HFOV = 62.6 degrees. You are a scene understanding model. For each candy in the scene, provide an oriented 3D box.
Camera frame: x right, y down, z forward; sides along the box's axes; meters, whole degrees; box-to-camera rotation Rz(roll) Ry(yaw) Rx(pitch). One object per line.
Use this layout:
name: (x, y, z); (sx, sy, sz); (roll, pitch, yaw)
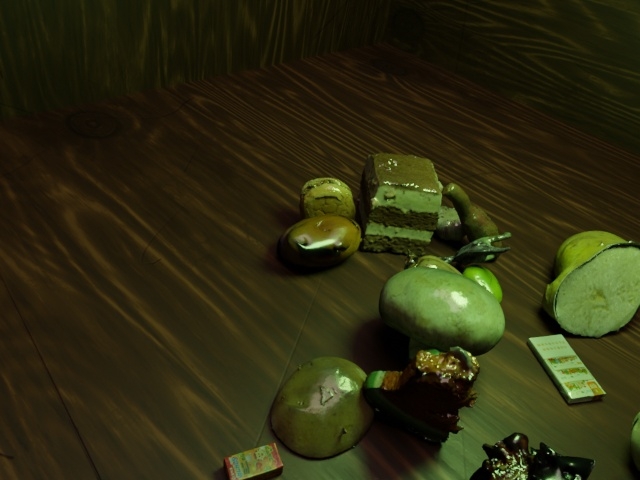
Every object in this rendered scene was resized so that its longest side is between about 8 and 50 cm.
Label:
candy: (-0.148, 0.498, 1.164); (0.122, 0.038, 0.062); (-8, 42, -23)

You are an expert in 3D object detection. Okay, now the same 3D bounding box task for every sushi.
sushi: (0.431, 0.544, 1.143); (0.212, 0.215, 0.227); (29, 62, 28)

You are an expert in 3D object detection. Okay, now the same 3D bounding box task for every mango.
mango: (0.000, 0.000, 1.734); (0.287, 0.153, 0.201); (-6, 51, -20)
mango: (0.534, 0.152, 1.739); (0.117, 0.089, 0.163); (-10, 54, -36)

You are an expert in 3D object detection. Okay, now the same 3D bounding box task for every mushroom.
mushroom: (0.323, 0.213, 1.432); (0.352, 0.260, 0.352); (15, -4, 1)

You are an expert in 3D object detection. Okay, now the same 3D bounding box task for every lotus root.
lotus root: (0.365, 0.136, 1.669); (0.257, 0.140, 0.154); (31, 28, 8)

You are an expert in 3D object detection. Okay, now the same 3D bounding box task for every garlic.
garlic: (0.493, -0.058, 1.975); (0.159, 0.102, 0.147); (26, 53, 36)

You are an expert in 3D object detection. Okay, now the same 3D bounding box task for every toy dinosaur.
toy dinosaur: (0.513, 0.045, 1.768); (0.162, 0.294, 0.077); (-9, 73, -47)

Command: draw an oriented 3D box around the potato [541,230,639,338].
potato: (0.883, 0.128, 1.782); (0.397, 0.290, 0.296); (-38, 17, -2)

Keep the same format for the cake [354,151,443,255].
cake: (0.276, -0.131, 1.866); (0.282, 0.290, 0.256); (7, 39, -11)

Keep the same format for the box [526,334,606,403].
box: (0.716, 0.371, 1.543); (0.122, 0.032, 0.220); (-1, 39, -16)

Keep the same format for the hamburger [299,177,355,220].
hamburger: (0.022, -0.120, 1.842); (0.213, 0.214, 0.108); (5, 37, -7)

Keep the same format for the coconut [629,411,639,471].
coconut: (0.869, 0.506, 1.284); (0.224, 0.224, 0.224); (7, 38, -5)

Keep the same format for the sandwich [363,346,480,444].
sandwich: (0.261, 0.327, 1.238); (0.250, 0.301, 0.162); (29, 47, -5)

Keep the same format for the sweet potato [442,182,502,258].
sweet potato: (0.536, -0.069, 1.839); (0.109, 0.385, 0.109); (-30, 30, 20)

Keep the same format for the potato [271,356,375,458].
potato: (0.023, 0.387, 1.295); (0.239, 0.116, 0.299); (38, 47, 24)
